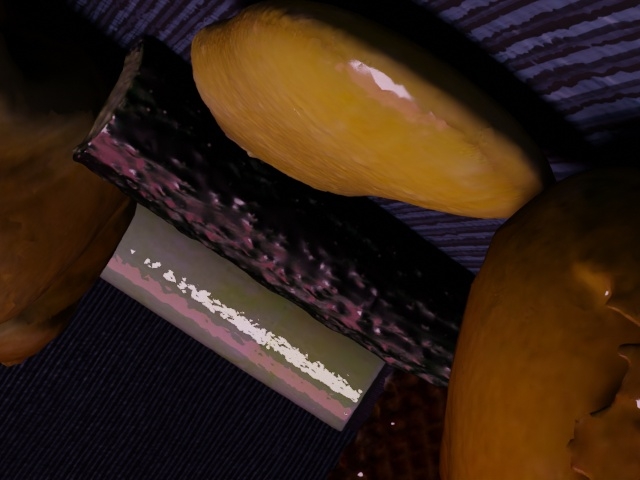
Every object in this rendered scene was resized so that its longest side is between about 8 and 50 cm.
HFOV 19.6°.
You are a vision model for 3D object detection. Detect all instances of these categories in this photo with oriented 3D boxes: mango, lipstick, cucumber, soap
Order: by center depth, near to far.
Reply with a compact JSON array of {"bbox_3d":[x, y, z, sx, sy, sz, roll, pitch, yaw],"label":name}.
[{"bbox_3d":[0.101,0.083,0.448,0.136,0.166,0.236,-15,125,20],"label":"mango"},{"bbox_3d":[0.006,-0.036,0.507,0.089,0.033,0.168,38,172,-19],"label":"soap"},{"bbox_3d":[0.000,0.000,0.740,0.215,0.052,0.058,34,145,-19],"label":"cucumber"},{"bbox_3d":[-0.095,0.006,1.127,0.304,0.076,0.076,33,173,5],"label":"lipstick"}]

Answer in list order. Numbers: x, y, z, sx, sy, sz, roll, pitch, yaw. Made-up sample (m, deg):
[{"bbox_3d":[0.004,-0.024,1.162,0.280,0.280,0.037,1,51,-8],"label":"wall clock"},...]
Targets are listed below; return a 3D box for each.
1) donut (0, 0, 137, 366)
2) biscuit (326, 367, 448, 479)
[{"bbox_3d":[-0.243,-0.084,0.808,0.360,0.170,0.360,31,168,8],"label":"donut"},{"bbox_3d":[0.175,0.154,0.749,0.388,0.107,0.073,29,172,36],"label":"biscuit"}]
